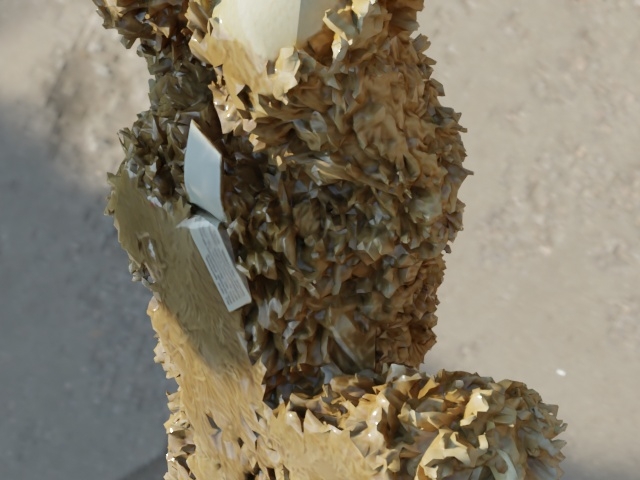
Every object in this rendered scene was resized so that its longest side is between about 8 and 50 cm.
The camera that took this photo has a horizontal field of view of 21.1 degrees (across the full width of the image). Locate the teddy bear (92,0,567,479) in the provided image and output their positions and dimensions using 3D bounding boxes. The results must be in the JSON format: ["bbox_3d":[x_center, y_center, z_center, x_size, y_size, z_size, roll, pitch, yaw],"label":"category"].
[{"bbox_3d":[0.000,0.000,0.609,0.245,0.113,0.338,14,122,57],"label":"teddy bear"}]
